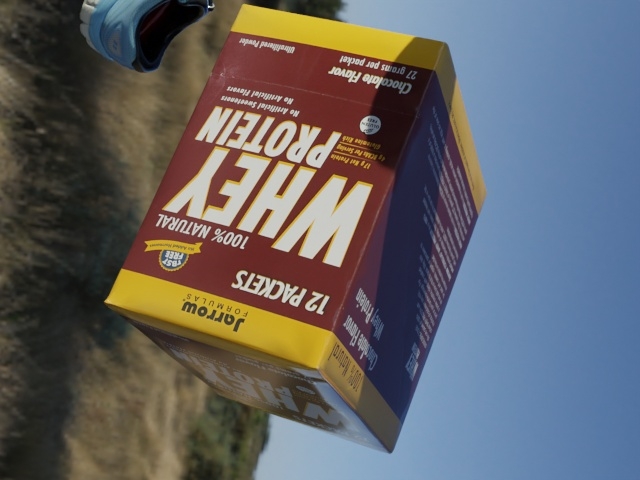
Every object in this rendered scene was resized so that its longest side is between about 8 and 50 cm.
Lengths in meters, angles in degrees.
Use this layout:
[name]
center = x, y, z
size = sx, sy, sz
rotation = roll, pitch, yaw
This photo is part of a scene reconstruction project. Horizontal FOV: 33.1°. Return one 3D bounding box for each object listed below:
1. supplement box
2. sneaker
[supplement box]
center = 0.000, 0.000, 0.652
size = 0.194, 0.129, 0.191
rotation = -68, 158, -17
[sneaker]
center = -0.083, -0.175, 0.698
size = 0.162, 0.073, 0.063
rotation = -53, 147, 12
